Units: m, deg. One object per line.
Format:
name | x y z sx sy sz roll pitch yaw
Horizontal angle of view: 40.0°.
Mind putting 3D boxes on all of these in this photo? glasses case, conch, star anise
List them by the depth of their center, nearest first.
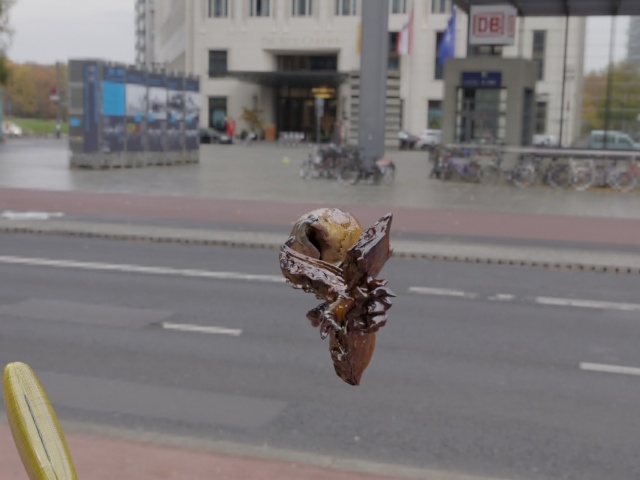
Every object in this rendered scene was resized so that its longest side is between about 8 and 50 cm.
star anise | 0.005 0.060 0.795 0.140 0.158 0.144 -29 -10 41
conch | -0.005 0.001 1.030 0.080 0.086 0.233 20 10 23
glasses case | -0.407 0.284 1.271 0.064 0.234 0.079 -18 -27 -26
